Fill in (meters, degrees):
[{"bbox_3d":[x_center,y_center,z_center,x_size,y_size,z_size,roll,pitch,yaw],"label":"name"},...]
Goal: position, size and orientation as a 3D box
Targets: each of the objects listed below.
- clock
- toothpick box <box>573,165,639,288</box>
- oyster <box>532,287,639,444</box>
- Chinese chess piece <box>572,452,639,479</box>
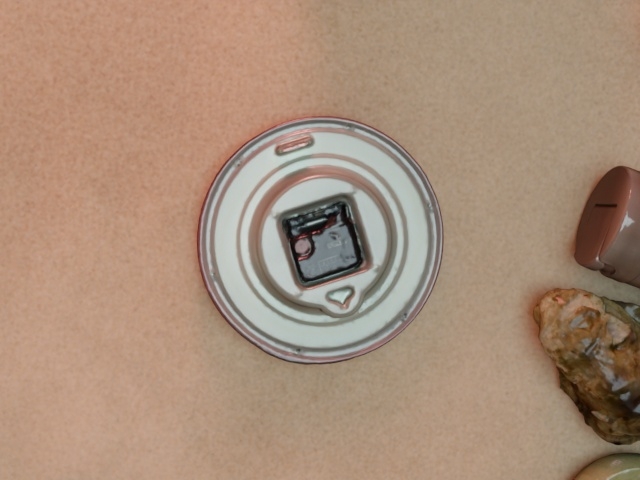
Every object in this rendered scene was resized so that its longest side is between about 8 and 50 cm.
[{"bbox_3d":[0.000,0.000,1.322,0.244,0.056,0.245,-1,95,-9],"label":"clock"},{"bbox_3d":[0.358,0.004,1.349,0.180,0.111,0.111,20,91,-11],"label":"toothpick box"},{"bbox_3d":[0.360,0.131,1.360,0.294,0.094,0.166,1,102,-3],"label":"oyster"},{"bbox_3d":[0.317,0.290,1.391,0.144,0.058,0.144,-1,96,-7],"label":"Chinese chess piece"}]
